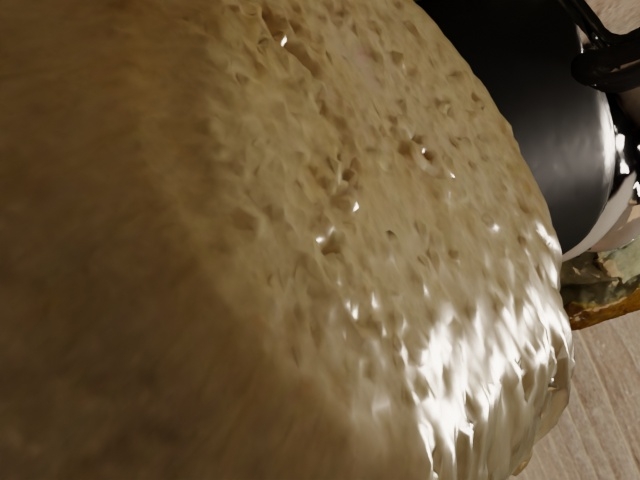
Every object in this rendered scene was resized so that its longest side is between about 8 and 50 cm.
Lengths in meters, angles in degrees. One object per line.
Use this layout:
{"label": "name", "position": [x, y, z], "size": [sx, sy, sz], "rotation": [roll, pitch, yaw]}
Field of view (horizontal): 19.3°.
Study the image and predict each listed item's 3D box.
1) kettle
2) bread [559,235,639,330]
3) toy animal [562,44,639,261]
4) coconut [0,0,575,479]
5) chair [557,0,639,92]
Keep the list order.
{"label": "kettle", "position": [0.009, 0.001, 1.096], "size": [0.308, 0.262, 0.203], "rotation": [-22, -153, -35]}
{"label": "bread", "position": [0.259, -0.026, 1.889], "size": [0.250, 0.225, 0.279], "rotation": [-19, -174, 27]}
{"label": "toy animal", "position": [0.225, -0.077, 1.603], "size": [0.235, 0.165, 0.187], "rotation": [-14, 152, -45]}
{"label": "coconut", "position": [-0.132, 0.064, 0.631], "size": [0.415, 0.344, 0.415], "rotation": [-26, 173, -3]}
{"label": "chair", "position": [0.195, -0.107, 0.938], "size": [0.145, 0.221, 0.140], "rotation": [-25, 175, 10]}
